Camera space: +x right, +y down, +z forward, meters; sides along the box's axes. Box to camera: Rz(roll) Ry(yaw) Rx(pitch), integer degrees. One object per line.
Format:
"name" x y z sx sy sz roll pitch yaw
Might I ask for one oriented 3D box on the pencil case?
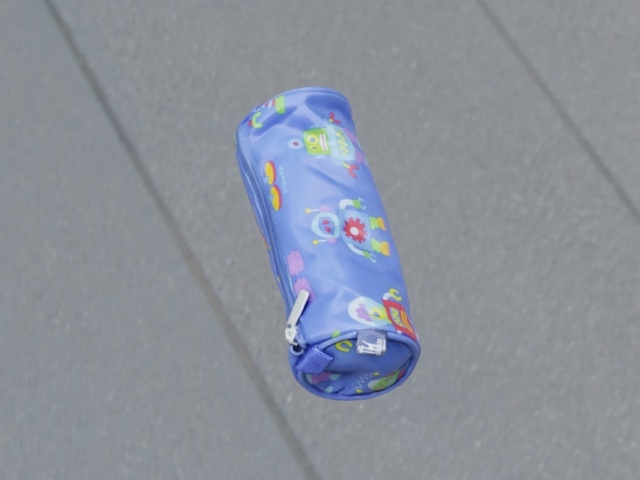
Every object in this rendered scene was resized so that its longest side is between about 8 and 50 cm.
"pencil case" 0.000 0.000 1.391 0.133 0.119 0.306 10 51 -36
